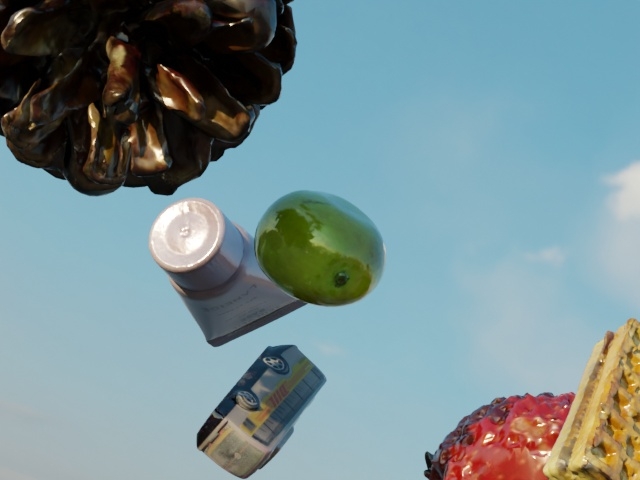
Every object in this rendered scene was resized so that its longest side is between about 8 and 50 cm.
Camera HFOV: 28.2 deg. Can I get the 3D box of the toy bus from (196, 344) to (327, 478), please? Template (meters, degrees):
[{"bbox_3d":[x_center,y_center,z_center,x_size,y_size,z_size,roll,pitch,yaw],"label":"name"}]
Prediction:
[{"bbox_3d":[-0.054,0.159,1.212,0.072,0.172,0.057,41,-62,2],"label":"toy bus"}]

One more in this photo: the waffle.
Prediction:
[{"bbox_3d":[0.217,0.136,0.880,0.102,0.148,0.042,44,-45,-10],"label":"waffle"}]

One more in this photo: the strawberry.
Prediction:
[{"bbox_3d":[0.244,0.240,1.178,0.261,0.257,0.261,44,12,-12],"label":"strawberry"}]

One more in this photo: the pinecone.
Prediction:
[{"bbox_3d":[-0.134,-0.174,0.941,0.242,0.296,0.298,3,-47,2],"label":"pinecone"}]

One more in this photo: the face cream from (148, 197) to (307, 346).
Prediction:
[{"bbox_3d":[-0.107,0.047,1.485,0.154,0.096,0.274,-29,-30,5],"label":"face cream"}]

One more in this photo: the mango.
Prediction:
[{"bbox_3d":[0.006,0.003,1.129,0.117,0.089,0.163,26,20,10],"label":"mango"}]
